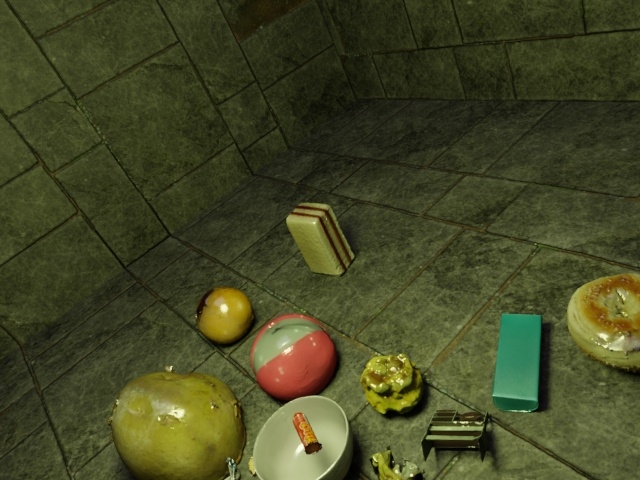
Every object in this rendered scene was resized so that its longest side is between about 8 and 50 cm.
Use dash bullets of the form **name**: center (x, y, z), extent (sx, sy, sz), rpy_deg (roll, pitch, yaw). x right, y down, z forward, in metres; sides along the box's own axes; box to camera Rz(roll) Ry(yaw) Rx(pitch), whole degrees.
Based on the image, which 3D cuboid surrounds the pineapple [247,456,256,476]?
- **pineapple**: center (-0.196, 0.671, 1.578), extent (0.045, 0.019, 0.083), rpy_deg (-2, 37, 26)

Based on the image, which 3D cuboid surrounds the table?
- **table**: center (0.356, 0.505, 1.354), extent (0.146, 0.062, 0.175), rpy_deg (-10, 3, 26)

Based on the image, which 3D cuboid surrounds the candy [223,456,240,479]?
- **candy**: center (-0.267, 0.733, 1.480), extent (0.051, 0.093, 0.226), rpy_deg (-4, 40, 3)

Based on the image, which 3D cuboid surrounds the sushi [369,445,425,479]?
- **sushi**: center (0.223, 0.605, 1.248), extent (0.131, 0.139, 0.291), rpy_deg (-27, 28, -14)

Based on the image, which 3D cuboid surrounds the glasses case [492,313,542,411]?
- **glasses case**: center (0.559, 0.337, 1.464), extent (0.117, 0.070, 0.301), rpy_deg (-1, 37, 27)

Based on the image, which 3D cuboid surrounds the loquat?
- **loquat**: center (-0.384, 0.298, 2.081), extent (0.235, 0.235, 0.235), rpy_deg (-19, 31, 12)

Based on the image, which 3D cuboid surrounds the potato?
- **potato**: center (-0.472, 0.565, 1.670), extent (0.443, 0.319, 0.385), rpy_deg (-3, 39, 30)

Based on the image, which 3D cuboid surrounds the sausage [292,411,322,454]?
- **sausage**: center (-0.041, 0.509, 1.401), extent (0.050, 0.048, 0.145), rpy_deg (-26, 28, -9)

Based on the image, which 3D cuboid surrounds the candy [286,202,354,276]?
- **candy**: center (0.000, 0.000, 2.151), extent (0.180, 0.320, 0.135), rpy_deg (9, 50, 39)

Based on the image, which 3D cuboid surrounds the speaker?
- **speaker**: center (-0.089, 0.397, 1.758), extent (0.295, 0.294, 0.294), rpy_deg (-19, 31, 12)

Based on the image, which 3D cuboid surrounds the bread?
- **bread**: center (0.802, 0.221, 1.358), extent (0.306, 0.158, 0.305), rpy_deg (-17, 31, 10)

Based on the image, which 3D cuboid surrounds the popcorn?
- **popcorn**: center (0.207, 0.412, 1.532), extent (0.198, 0.155, 0.197), rpy_deg (-18, 19, 7)

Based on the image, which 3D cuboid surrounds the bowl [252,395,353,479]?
- **bowl**: center (-0.030, 0.591, 1.449), extent (0.287, 0.143, 0.286), rpy_deg (-19, 32, 13)
